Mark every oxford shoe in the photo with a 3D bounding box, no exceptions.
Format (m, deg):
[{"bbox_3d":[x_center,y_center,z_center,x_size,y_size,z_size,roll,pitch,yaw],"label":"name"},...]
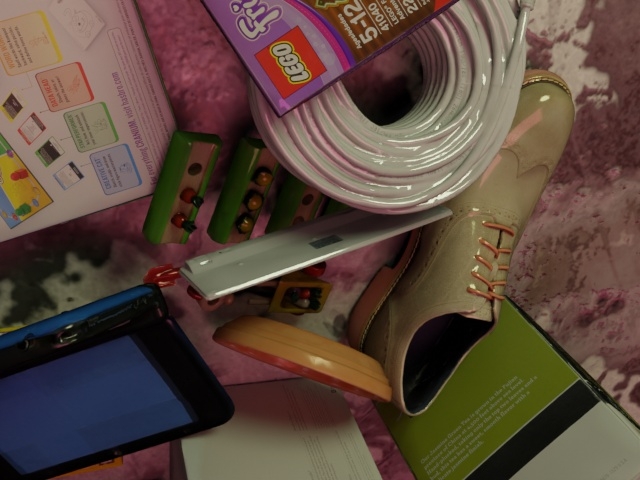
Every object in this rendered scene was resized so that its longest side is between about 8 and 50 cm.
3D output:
[{"bbox_3d":[0.171,0.014,0.817,0.141,0.146,0.396,13,114,-26],"label":"oxford shoe"}]

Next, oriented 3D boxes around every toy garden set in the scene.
[{"bbox_3d":[-0.054,0.002,0.749,0.244,0.049,0.203,0,127,-39],"label":"toy garden set"}]

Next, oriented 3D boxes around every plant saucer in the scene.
[{"bbox_3d":[-0.016,0.123,0.808,0.200,0.200,0.037,27,76,-31],"label":"plant saucer"}]

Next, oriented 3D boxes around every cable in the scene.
[{"bbox_3d":[0.058,-0.153,0.669,0.257,0.089,0.257,2,98,-19],"label":"cable"}]

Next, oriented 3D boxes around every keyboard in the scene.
[{"bbox_3d":[0.000,0.000,0.701,0.256,0.072,0.014,-19,122,-24],"label":"keyboard"}]

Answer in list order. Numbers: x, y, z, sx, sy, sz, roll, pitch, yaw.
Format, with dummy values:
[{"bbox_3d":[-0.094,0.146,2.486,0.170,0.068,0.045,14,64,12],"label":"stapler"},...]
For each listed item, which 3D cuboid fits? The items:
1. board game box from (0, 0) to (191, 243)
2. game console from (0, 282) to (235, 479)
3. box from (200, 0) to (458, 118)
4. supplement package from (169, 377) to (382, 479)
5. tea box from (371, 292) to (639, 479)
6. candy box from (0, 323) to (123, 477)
[{"bbox_3d":[-0.291,-0.114,0.628,0.317,0.064,0.242,-18,124,-8],"label":"board game box"},{"bbox_3d":[-0.265,0.166,0.702,0.293,0.250,0.173,-20,92,12],"label":"game console"},{"bbox_3d":[-0.028,-0.266,0.556,0.201,0.057,0.293,-34,98,0],"label":"box"},{"bbox_3d":[-0.059,0.279,0.867,0.203,0.194,0.149,-3,120,-17],"label":"supplement package"},{"bbox_3d":[0.280,0.275,0.905,0.220,0.323,0.329,-44,123,9],"label":"tea box"},{"bbox_3d":[-0.281,0.177,0.829,0.105,0.027,0.205,-6,121,-12],"label":"candy box"}]
